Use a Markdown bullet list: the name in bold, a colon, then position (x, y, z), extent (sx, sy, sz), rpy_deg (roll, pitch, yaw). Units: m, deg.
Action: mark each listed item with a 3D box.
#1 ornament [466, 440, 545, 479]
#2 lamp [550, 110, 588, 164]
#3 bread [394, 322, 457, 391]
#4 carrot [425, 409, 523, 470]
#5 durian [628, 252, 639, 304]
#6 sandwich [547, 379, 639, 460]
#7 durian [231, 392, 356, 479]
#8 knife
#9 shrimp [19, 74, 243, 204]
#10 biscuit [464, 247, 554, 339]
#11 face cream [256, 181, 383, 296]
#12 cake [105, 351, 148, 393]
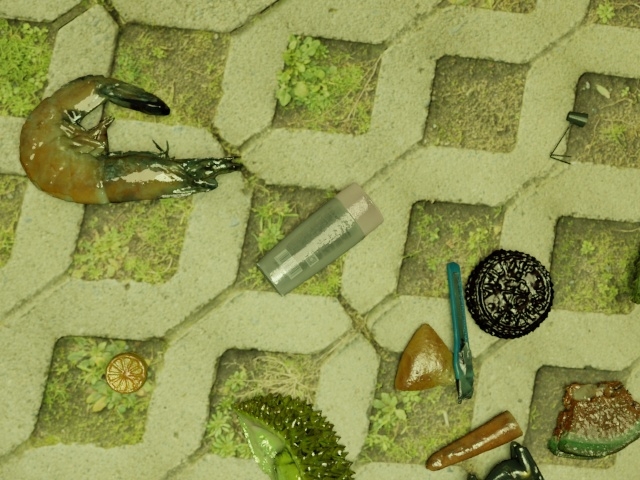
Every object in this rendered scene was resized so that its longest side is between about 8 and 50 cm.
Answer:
- **ornament**: position (0.346, 0.546, 1.440), extent (0.236, 0.080, 0.202), rpy_deg (-28, 98, -9)
- **lamp**: position (0.547, -0.232, 1.571), extent (0.054, 0.041, 0.121), rpy_deg (19, 79, 3)
- **bread**: position (0.225, 0.239, 1.472), extent (0.155, 0.054, 0.135), rpy_deg (-3, 82, -10)
- **carrot**: position (0.309, 0.421, 1.464), extent (0.210, 0.061, 0.061), rpy_deg (-25, 88, -5)
- **durian**: position (0.795, 0.004, 1.493), extent (0.394, 0.198, 0.163), rpy_deg (-40, 91, -7)
- **sandwich**: position (0.597, 0.376, 1.488), extent (0.235, 0.079, 0.159), rpy_deg (-1, 84, -7)
- **durian**: position (-0.033, 0.462, 1.407), extent (0.170, 0.157, 0.355), rpy_deg (-22, 86, 27)
- **knife**: position (0.287, 0.186, 1.472), extent (0.044, 0.026, 0.296), rpy_deg (3, 73, -19)
- **shrimp**: position (-0.376, -0.196, 1.436), extent (0.445, 0.085, 0.271), rpy_deg (5, 78, -2)
- **biscuit**: position (0.400, 0.114, 1.504), extent (0.195, 0.053, 0.194), rpy_deg (1, 84, -7)
- **face cream**: position (0.000, 0.000, 1.458), extent (0.269, 0.073, 0.107), rpy_deg (-39, 95, -9)
- **cake**: position (-0.381, 0.260, 1.398), extent (0.084, 0.044, 0.084), rpy_deg (1, 85, -7)
